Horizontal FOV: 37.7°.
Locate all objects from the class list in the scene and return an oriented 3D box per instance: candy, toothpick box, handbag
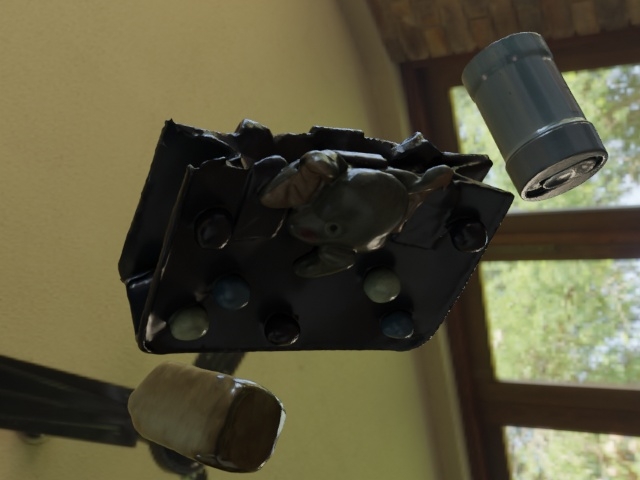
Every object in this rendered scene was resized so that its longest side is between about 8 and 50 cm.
[{"bbox_3d":[-0.141,0.210,1.122,0.102,0.234,0.104,35,-109,-36],"label":"candy"},{"bbox_3d":[0.226,-0.131,0.997,0.101,0.101,0.153,16,-132,-55],"label":"toothpick box"},{"bbox_3d":[0.000,0.000,0.856,0.326,0.269,0.118,1,-134,-26],"label":"handbag"}]
